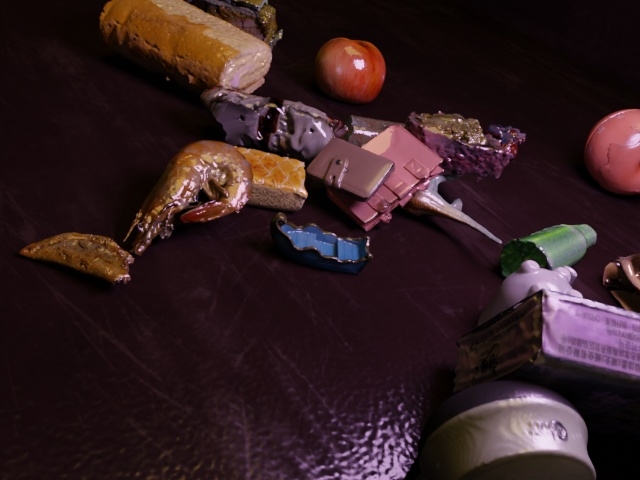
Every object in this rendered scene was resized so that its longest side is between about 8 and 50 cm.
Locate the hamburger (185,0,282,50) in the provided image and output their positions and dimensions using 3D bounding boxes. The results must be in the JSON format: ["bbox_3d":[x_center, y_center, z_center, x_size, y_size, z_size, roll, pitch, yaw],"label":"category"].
[{"bbox_3d":[-0.245,-0.661,1.698,0.288,0.167,0.192,19,36,1],"label":"hamburger"}]

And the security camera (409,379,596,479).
[{"bbox_3d":[0.221,0.306,0.595,0.197,0.191,0.277,11,37,-13],"label":"security camera"}]

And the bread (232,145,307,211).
[{"bbox_3d":[-0.123,-0.124,1.118,0.189,0.068,0.125,10,37,-12],"label":"bread"}]

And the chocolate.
[{"bbox_3d":[0.486,0.019,1.180,0.291,0.110,0.110,-16,47,-42],"label":"chocolate"}]

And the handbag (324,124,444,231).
[{"bbox_3d":[0.127,-0.128,1.166,0.212,0.059,0.157,-38,60,-12],"label":"handbag"}]

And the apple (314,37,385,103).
[{"bbox_3d":[0.082,-0.483,1.611,0.210,0.164,0.209,13,33,-9],"label":"apple"}]

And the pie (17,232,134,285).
[{"bbox_3d":[-0.348,0.022,0.854,0.170,0.034,0.092,19,37,11],"label":"pie"}]

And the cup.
[{"bbox_3d":[0.372,0.116,0.958,0.174,0.141,0.134,3,37,-21],"label":"cup"}]

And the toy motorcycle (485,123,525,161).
[{"bbox_3d":[0.515,-0.278,1.600,0.122,0.082,0.213,36,40,24],"label":"toy motorcycle"}]

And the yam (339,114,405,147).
[{"bbox_3d":[0.173,-0.239,1.379,0.259,0.106,0.106,6,37,-18],"label":"yam"}]

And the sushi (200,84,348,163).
[{"bbox_3d":[-0.105,-0.249,1.249,0.332,0.124,0.130,11,25,-8],"label":"sushi"}]

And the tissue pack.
[{"bbox_3d":[0.390,0.187,0.768,0.362,0.259,0.122,15,61,-4],"label":"tissue pack"}]

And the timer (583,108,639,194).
[{"bbox_3d":[0.855,-0.244,1.584,0.230,0.229,0.214,16,32,-4],"label":"timer"}]

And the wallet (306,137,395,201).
[{"bbox_3d":[0.057,-0.142,1.133,0.153,0.038,0.118,27,67,23],"label":"wallet"}]

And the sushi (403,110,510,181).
[{"bbox_3d":[0.275,-0.208,1.237,0.162,0.107,0.241,-10,38,-23],"label":"sushi"}]

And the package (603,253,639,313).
[{"bbox_3d":[0.758,0.108,1.166,0.312,0.221,0.165,5,-2,-15],"label":"package"}]

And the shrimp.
[{"bbox_3d":[-0.212,-0.067,0.968,0.152,0.063,0.287,27,55,-2],"label":"shrimp"}]

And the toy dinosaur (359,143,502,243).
[{"bbox_3d":[0.243,-0.093,1.224,0.206,0.092,0.392,-4,44,-31],"label":"toy dinosaur"}]

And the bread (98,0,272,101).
[{"bbox_3d":[-0.331,-0.474,1.413,0.376,0.165,0.236,28,39,11],"label":"bread"}]

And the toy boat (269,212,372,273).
[{"bbox_3d":[0.000,0.000,1.000,0.186,0.077,0.075,13,37,-8],"label":"toy boat"}]
